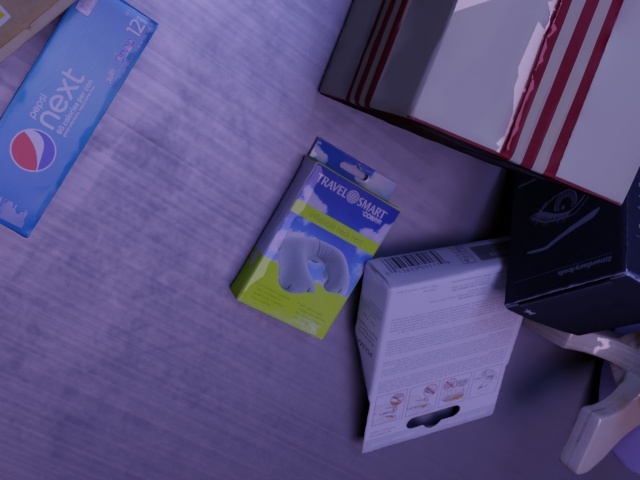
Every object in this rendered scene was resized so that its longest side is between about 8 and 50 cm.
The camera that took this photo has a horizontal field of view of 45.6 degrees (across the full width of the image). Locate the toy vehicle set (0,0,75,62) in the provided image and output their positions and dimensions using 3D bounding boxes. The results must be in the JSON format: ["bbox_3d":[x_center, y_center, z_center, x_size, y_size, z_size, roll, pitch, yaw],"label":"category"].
[{"bbox_3d":[-0.297,-0.196,0.561,0.267,0.035,0.166,-32,115,16],"label":"toy vehicle set"}]

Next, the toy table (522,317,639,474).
[{"bbox_3d":[0.366,0.135,0.842,0.161,0.252,0.274,10,93,-38],"label":"toy table"}]

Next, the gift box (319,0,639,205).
[{"bbox_3d":[0.184,-0.194,0.654,0.255,0.276,0.258,17,98,-28],"label":"gift box"}]

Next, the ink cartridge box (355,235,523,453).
[{"bbox_3d":[0.128,0.114,0.840,0.189,0.066,0.232,-9,130,-24],"label":"ink cartridge box"}]

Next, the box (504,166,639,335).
[{"bbox_3d":[0.277,-0.026,0.749,0.108,0.153,0.207,21,66,-24],"label":"box"}]

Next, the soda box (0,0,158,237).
[{"bbox_3d":[-0.222,-0.112,0.642,0.067,0.071,0.210,32,94,-23],"label":"soda box"}]

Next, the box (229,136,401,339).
[{"bbox_3d":[0.000,0.000,0.768,0.109,0.042,0.178,28,96,-24],"label":"box"}]
